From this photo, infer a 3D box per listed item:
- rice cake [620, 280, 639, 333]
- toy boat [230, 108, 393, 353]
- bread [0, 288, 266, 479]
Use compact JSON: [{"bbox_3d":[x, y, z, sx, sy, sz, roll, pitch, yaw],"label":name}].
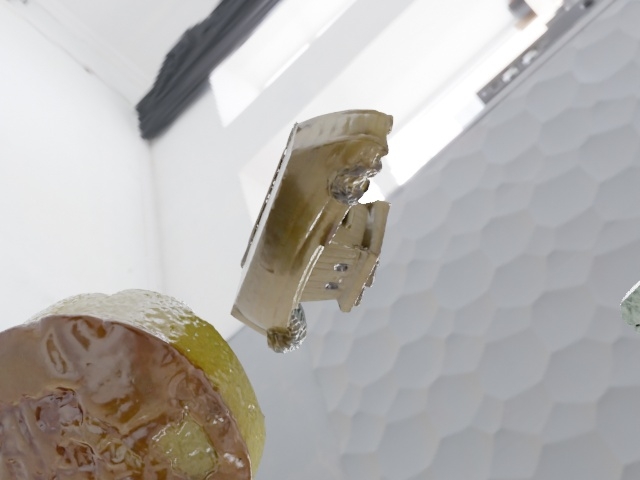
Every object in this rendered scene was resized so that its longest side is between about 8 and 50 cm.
[{"bbox_3d":[0.210,-0.007,0.432,0.033,0.170,0.029,-27,-113,-39],"label":"rice cake"},{"bbox_3d":[0.000,0.000,0.780,0.121,0.321,0.089,20,-128,-6],"label":"toy boat"},{"bbox_3d":[-0.181,0.173,0.736,0.270,0.270,0.148,47,-161,-6],"label":"bread"}]
